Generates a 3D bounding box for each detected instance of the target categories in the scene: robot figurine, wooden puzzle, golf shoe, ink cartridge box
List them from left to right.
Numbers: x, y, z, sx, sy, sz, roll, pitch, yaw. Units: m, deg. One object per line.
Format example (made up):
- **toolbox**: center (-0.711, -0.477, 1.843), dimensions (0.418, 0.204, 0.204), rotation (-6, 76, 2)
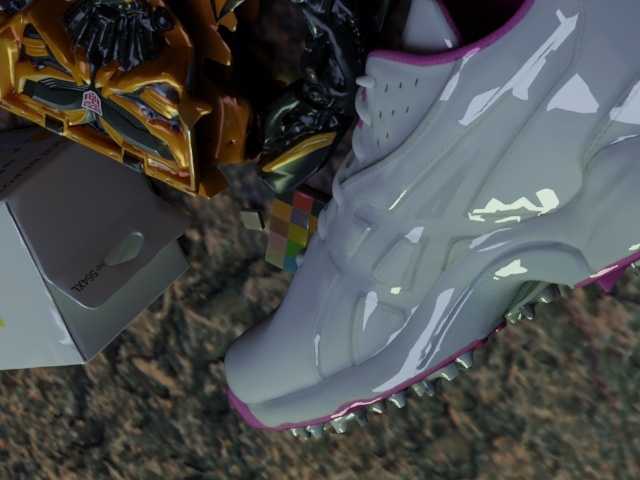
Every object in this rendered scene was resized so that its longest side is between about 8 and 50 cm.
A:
- **ink cartridge box**: center (-0.142, 0.002, 0.905), dimensions (0.143, 0.092, 0.090), rotation (-7, 117, 37)
- **robot figurine**: center (-0.070, -0.140, 0.750), dimensions (0.211, 0.085, 0.291), rotation (24, 133, 20)
- **wooden puzzle**: center (0.000, 0.000, 0.863), dimensions (0.083, 0.006, 0.049), rotation (25, 134, 17)
- **golf shoe**: center (0.055, -0.025, 0.745), dimensions (0.306, 0.115, 0.140), rotation (-34, 91, 38)
